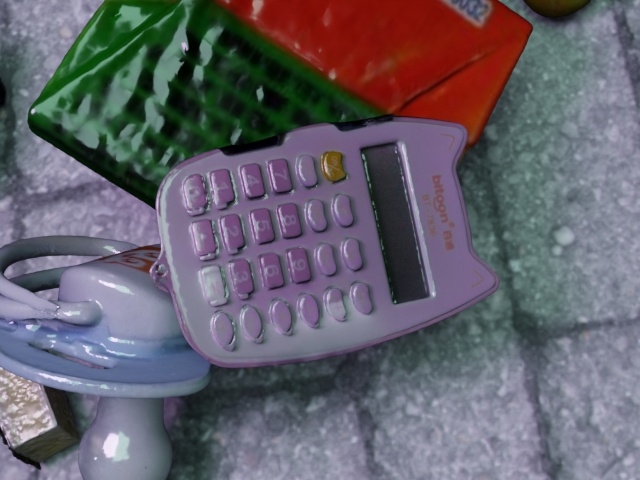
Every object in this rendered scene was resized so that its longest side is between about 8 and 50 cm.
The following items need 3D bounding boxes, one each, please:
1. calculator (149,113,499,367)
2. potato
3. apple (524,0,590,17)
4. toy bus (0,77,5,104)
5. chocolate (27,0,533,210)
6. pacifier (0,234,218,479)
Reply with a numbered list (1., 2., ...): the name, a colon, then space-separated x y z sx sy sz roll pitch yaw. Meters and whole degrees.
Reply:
1. calculator: 0.000 0.000 0.945 0.294 0.043 0.194 -11 89 -16
2. potato: -0.284 0.152 1.081 0.061 0.086 0.122 -29 66 -1
3. apple: 0.248 -0.277 1.165 0.090 0.074 0.089 -1 72 3
4. toy bus: -0.500 -0.127 1.146 0.305 0.143 0.179 -1 64 3
5. chocolate: -0.034 -0.142 1.059 0.360 0.161 0.341 32 77 -9
6. pacifier: -0.180 0.123 1.011 0.244 0.299 0.233 10 102 24
